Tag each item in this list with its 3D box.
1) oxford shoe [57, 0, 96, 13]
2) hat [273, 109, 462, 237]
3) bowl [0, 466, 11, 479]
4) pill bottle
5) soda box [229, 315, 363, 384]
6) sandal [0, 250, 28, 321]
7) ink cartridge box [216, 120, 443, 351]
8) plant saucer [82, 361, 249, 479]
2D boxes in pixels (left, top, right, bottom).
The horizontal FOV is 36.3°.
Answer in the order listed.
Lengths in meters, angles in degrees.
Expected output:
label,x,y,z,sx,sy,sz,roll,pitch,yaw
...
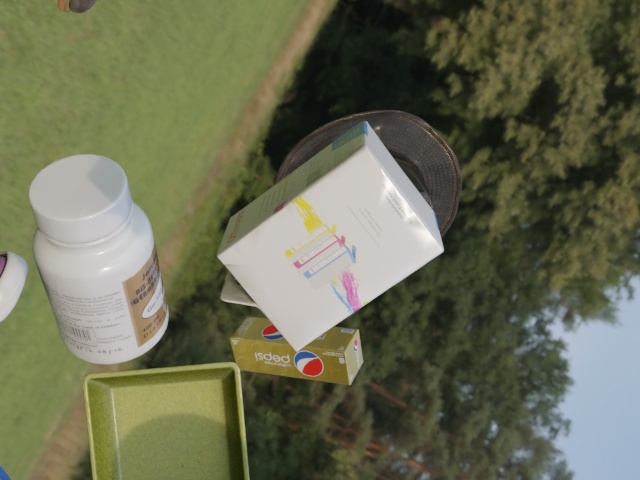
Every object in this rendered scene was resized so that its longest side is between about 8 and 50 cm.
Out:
label,x,y,z,sx,sy,sz,roll,pitch,yaw
oxford shoe,-0.289,-0.427,1.469,0.364,0.133,0.129,-27,-140,51
hat,0.094,-0.058,1.619,0.331,0.331,0.134,-60,-160,10
bowl,-0.449,0.313,0.875,0.391,0.391,0.077,-60,-149,15
pill bottle,-0.248,0.022,1.088,0.229,0.131,0.131,88,19,-46
soda box,-0.035,0.157,1.403,0.058,0.181,0.061,-54,142,-51
sandal,-0.578,0.126,1.382,0.416,0.102,0.169,-36,-149,19
ink cartridge box,0.000,0.000,0.683,0.143,0.090,0.092,-36,-167,13
plant saucer,-0.183,0.242,1.188,0.045,0.188,0.188,-98,-177,-85
